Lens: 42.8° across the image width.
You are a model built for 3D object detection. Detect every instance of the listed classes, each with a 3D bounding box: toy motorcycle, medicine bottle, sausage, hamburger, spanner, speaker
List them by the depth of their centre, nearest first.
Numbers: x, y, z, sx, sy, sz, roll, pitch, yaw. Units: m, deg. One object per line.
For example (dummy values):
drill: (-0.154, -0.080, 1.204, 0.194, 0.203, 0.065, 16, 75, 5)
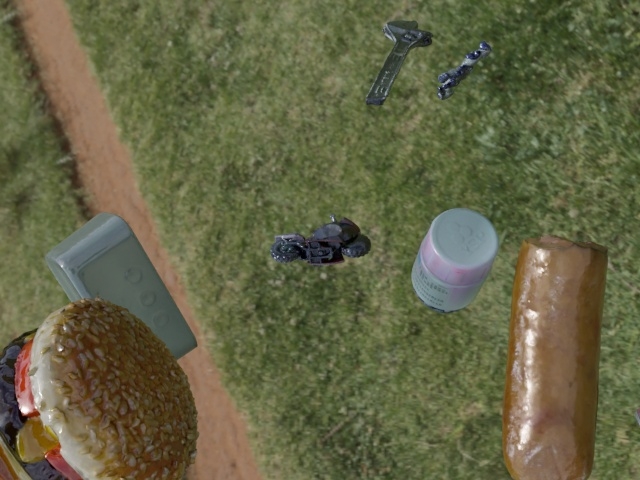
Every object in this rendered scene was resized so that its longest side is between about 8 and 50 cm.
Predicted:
sausage: (0.245, 0.129, 0.862, 0.108, 0.108, 0.271, 4, 90, 42)
hamburger: (-0.345, 0.256, 1.217, 0.250, 0.330, 0.330, -34, 58, 20)
spanner: (0.122, -0.300, 1.340, 0.093, 0.325, 0.026, 10, 127, 13)
medicine bottle: (0.238, 0.036, 1.451, 0.168, 0.135, 0.135, 100, 158, -61)
toy motorcycle: (0.000, -0.001, 1.737, 0.122, 0.213, 0.082, -89, -6, -62)
speaker: (-0.488, 0.147, 2.002, 0.184, 0.406, 0.183, -38, 26, -26)

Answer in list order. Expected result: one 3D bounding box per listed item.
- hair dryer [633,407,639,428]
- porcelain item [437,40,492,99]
hair dryer: (0.484, 0.246, 1.099, 0.106, 0.154, 0.054, -28, 57, 11)
porcelain item: (0.223, -0.278, 1.361, 0.021, 0.075, 0.136, 58, 141, 14)
